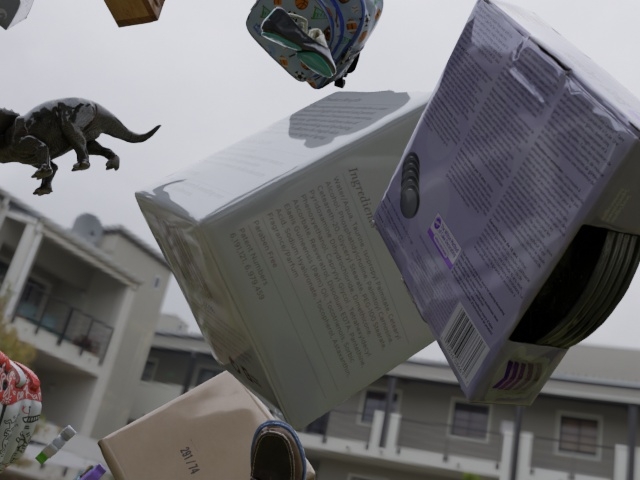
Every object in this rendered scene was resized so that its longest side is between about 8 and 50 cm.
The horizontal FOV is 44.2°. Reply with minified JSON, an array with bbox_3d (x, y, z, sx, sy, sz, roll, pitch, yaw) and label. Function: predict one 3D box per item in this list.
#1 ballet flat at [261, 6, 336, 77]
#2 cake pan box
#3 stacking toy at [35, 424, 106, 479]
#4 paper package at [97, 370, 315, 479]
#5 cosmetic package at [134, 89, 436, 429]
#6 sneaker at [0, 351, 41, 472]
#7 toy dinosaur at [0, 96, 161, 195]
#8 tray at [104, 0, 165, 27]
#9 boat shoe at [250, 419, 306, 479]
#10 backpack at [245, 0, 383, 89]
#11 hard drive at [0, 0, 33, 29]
[{"bbox_3d":[-0.029,-0.376,1.476,0.074,0.074,0.203,-7,-19,37],"label":"ballet flat"},{"bbox_3d":[0.151,-0.037,0.643,0.070,0.267,0.245,8,-58,-23],"label":"cake pan box"},{"bbox_3d":[-0.378,0.385,1.253,0.167,0.052,0.221,47,-35,-4],"label":"stacking toy"},{"bbox_3d":[-0.204,0.449,1.486,0.325,0.309,0.168,43,-28,42],"label":"paper package"},{"bbox_3d":[0.000,0.000,1.173,0.329,0.394,0.327,21,-43,62],"label":"cosmetic package"},{"bbox_3d":[-0.318,0.110,0.703,0.090,0.270,0.145,14,15,14],"label":"sneaker"},{"bbox_3d":[-0.422,-0.175,1.282,0.313,0.160,0.121,-21,-12,-9],"label":"toy dinosaur"},{"bbox_3d":[-0.270,-0.540,1.202,0.076,0.411,0.203,-4,-38,15],"label":"tray"},{"bbox_3d":[-0.052,0.299,0.908,0.066,0.183,0.066,0,14,7],"label":"boat shoe"},{"bbox_3d":[-0.009,-0.482,1.658,0.276,0.213,0.263,42,-55,-1],"label":"backpack"},{"bbox_3d":[-0.516,-0.405,1.093,0.255,0.054,0.172,41,9,-21],"label":"hard drive"}]
